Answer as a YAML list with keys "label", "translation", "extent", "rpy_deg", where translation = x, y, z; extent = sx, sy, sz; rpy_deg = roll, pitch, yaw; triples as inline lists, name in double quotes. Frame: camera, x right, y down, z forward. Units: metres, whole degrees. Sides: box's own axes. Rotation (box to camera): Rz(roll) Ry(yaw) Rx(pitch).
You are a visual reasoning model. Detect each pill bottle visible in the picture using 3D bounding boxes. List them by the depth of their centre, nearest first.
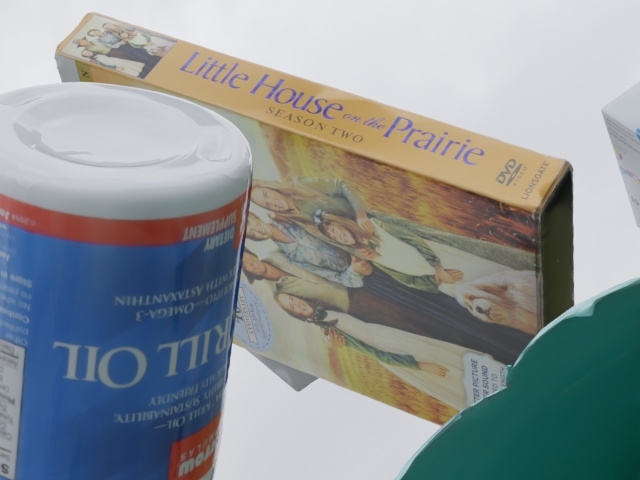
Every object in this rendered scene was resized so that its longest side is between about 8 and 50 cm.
- label: "pill bottle"
  translation: [-0.100, 0.054, 0.759]
  extent: [0.124, 0.124, 0.221]
  rpy_deg: [-7, -61, -28]

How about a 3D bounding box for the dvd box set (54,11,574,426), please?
- label: "dvd box set"
  translation: [0.000, 0.000, 1.398]
  extent: [0.062, 0.420, 0.307]
  rpy_deg: [-53, -29, -33]

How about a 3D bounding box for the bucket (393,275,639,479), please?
- label: "bucket"
  translation: [0.154, 0.125, 0.421]
  extent: [0.281, 0.281, 0.183]
  rpy_deg: [-55, -20, 13]

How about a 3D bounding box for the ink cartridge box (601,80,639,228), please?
- label: "ink cartridge box"
  translation: [0.257, -0.044, 1.249]
  extent: [0.052, 0.088, 0.122]
  rpy_deg: [-35, -50, -10]

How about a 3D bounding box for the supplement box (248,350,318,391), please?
- label: "supplement box"
  translation: [0.010, 0.023, 1.727]
  extent: [0.114, 0.220, 0.111]
  rpy_deg: [41, -42, -12]
